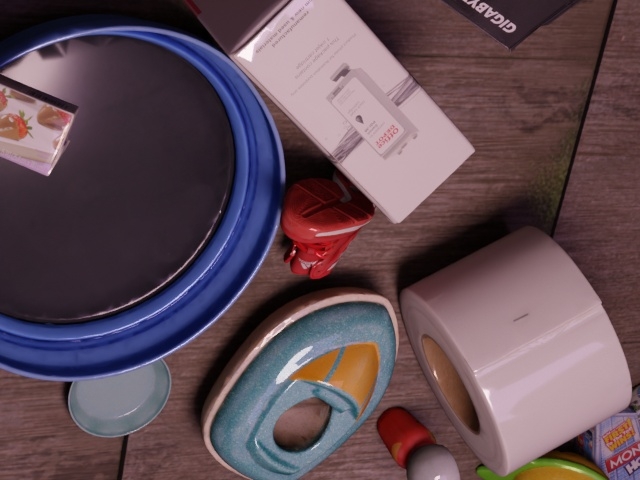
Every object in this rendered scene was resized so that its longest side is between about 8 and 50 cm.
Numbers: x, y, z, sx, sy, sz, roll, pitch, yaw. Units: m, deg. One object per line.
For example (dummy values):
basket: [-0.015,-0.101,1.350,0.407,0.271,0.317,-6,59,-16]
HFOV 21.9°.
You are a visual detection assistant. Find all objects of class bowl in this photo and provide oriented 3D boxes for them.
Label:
bowl: [-0.228,-0.045,1.658,0.391,0.077,0.391,-13,122,-21]

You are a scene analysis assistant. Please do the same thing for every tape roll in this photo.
tape roll: [0.221,0.127,1.908,0.169,0.246,0.246,-27,126,-10]

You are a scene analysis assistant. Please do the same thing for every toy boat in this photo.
toy boat: [0.035,0.199,1.915,0.318,0.148,0.267,33,99,-36]

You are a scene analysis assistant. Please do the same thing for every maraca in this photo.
maraca: [0.294,0.318,2.133,0.186,0.099,0.127,21,135,-3]

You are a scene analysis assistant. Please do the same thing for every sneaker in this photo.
sneaker: [0.000,0.000,1.768,0.128,0.087,0.221,-62,164,22]

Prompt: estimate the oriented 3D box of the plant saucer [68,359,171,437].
plant saucer: [-0.226,0.164,1.843,0.119,0.021,0.119,-12,122,-20]

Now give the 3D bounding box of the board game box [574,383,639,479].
board game box: [0.412,0.258,2.194,0.194,0.060,0.194,-28,127,-10]

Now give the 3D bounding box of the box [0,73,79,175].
box: [-0.376,-0.150,1.472,0.324,0.067,0.063,22,98,-8]

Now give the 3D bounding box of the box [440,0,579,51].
box: [0.202,-0.358,1.658,0.293,0.073,0.295,-37,131,28]

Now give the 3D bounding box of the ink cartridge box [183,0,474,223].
ink cartridge box: [0.000,-0.174,1.646,0.117,0.207,0.283,-43,128,4]

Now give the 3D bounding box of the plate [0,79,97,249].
plate: [-0.301,-0.078,1.665,0.188,0.024,0.188,-13,122,-21]
